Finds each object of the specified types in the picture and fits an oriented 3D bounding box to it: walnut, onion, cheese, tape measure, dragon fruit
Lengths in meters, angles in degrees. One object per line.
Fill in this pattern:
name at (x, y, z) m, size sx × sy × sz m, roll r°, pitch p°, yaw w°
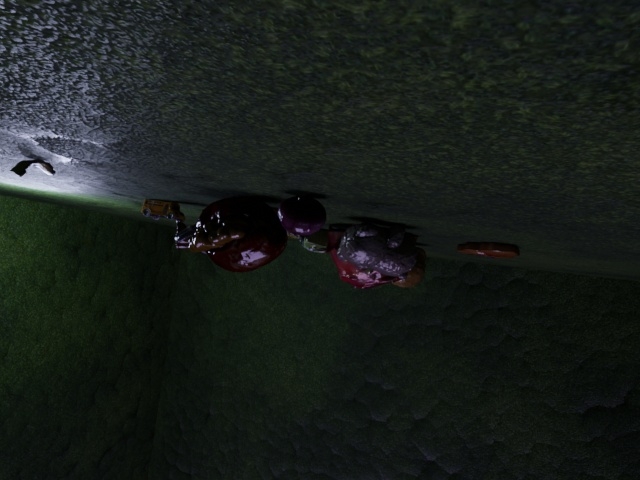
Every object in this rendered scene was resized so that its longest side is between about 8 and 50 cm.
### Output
walnut at (-0.238, -0.023, 1.195) m, size 0.243 × 0.222 × 0.269 m, roll -1°, pitch 168°, yaw -42°
onion at (-0.042, -0.066, 0.998) m, size 0.115 × 0.105 × 0.115 m, roll 1°, pitch -141°, yaw -1°
cheese at (-0.680, -0.173, 1.008) m, size 0.084 × 0.042 × 0.060 m, roll -10°, pitch -163°, yaw -41°
tape measure at (0.000, 0.000, 2.022) m, size 0.199 × 0.106 × 0.175 m, roll 10°, pitch 166°, yaw -22°
dragon fruit at (0.197, 0.070, 1.701) m, size 0.370 × 0.249 × 0.386 m, roll 3°, pitch 179°, yaw -2°
walnut at (0.408, 0.116, 2.116) m, size 0.257 × 0.225 × 0.257 m, roll -17°, pitch 150°, yaw -10°

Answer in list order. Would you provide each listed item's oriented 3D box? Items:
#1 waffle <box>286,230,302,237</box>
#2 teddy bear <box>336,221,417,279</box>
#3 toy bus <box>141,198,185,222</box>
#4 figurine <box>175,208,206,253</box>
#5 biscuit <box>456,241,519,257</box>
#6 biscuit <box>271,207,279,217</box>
waffle at (-0.178, -0.046, 1.963) m, size 0.207 × 0.054 × 0.214 m, roll 16°, pitch 175°, yaw -25°
teddy bear at (0.187, 0.029, 1.401) m, size 0.267 × 0.151 × 0.236 m, roll 22°, pitch 136°, yaw -21°
toy bus at (-0.588, -0.113, 1.614) m, size 0.162 × 0.074 × 0.069 m, roll 8°, pitch 172°, yaw 16°
figurine at (-0.355, -0.025, 1.651) m, size 0.381 × 0.186 × 0.261 m, roll 3°, pitch 169°, yaw -16°
biscuit at (0.664, 0.042, 1.679) m, size 0.201 × 0.047 × 0.334 m, roll 8°, pitch 177°, yaw 4°
biscuit at (-0.229, -0.097, 1.430) m, size 0.280 × 0.043 × 0.183 m, roll 9°, pitch -179°, yaw 26°
